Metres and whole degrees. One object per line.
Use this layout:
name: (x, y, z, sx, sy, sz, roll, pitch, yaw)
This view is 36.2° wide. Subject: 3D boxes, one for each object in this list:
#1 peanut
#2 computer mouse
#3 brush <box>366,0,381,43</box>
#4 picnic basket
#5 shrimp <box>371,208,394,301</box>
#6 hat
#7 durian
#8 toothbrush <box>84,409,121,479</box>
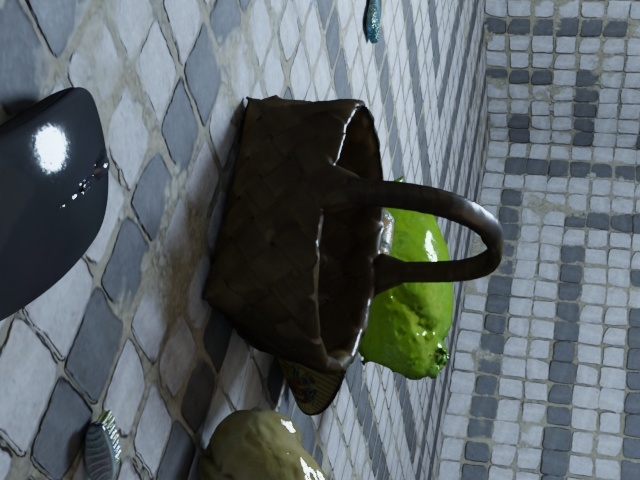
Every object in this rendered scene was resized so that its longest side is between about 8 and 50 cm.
peanut: (-0.057, 0.364, 1.098, 0.158, 0.174, 0.340, 27, 71, -60)
computer mouse: (-0.200, -0.028, 0.674, 0.232, 0.057, 0.120, -56, 148, -61)
brush: (0.106, -0.449, 1.767, 0.070, 0.021, 0.196, 68, 30, -63)
picnic basket: (0.061, -0.004, 1.166, 0.293, 0.337, 0.337, 56, 41, -64)
shrimp: (0.024, 0.089, 1.484, 0.317, 0.077, 0.168, -62, -166, -10)
hat: (-0.033, 0.139, 1.337, 0.193, 0.082, 0.193, -168, -90, -68)
durian: (0.127, 0.061, 1.716, 0.256, 0.205, 0.339, -78, 162, -84)
toothbrush: (-0.183, 0.323, 0.909, 0.037, 0.028, 0.375, -70, 160, -65)
